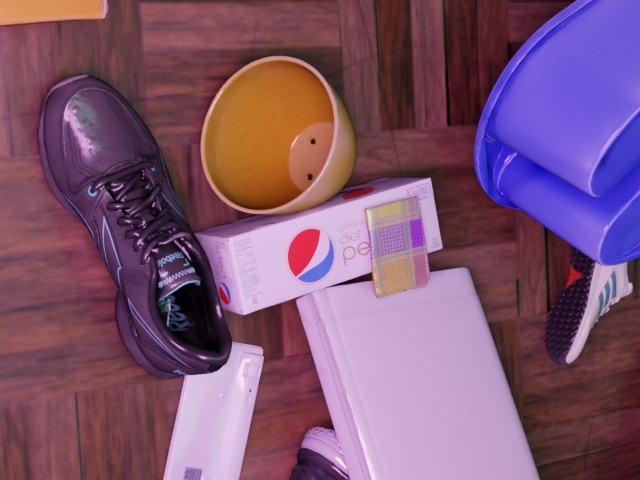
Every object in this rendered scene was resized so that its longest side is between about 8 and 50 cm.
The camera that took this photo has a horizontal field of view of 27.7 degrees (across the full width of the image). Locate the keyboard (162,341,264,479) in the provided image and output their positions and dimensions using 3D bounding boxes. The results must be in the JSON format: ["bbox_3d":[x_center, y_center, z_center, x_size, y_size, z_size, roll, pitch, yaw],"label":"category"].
[{"bbox_3d":[-0.106,0.214,1.137,0.072,0.014,0.256,13,86,-27],"label":"keyboard"}]

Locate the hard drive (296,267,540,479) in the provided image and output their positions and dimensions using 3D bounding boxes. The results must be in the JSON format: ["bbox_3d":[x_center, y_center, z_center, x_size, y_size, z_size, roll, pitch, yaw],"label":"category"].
[{"bbox_3d":[0.105,0.183,1.165,0.203,0.040,0.308,-7,74,-41],"label":"hard drive"}]

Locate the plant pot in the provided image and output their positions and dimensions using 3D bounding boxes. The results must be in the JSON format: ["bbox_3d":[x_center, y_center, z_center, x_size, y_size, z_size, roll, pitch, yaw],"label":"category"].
[{"bbox_3d":[-0.021,-0.080,1.112,0.095,0.134,0.134,18,83,-58],"label":"plant pot"}]

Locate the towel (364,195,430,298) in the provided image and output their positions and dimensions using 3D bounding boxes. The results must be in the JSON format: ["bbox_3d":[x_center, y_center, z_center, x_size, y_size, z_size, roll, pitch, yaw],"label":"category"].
[{"bbox_3d":[0.067,0.007,1.141,0.060,0.009,0.083,-14,102,-30],"label":"towel"}]

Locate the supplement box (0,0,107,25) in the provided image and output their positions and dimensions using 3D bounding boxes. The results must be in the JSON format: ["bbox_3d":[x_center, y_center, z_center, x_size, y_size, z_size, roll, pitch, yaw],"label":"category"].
[{"bbox_3d":[-0.281,-0.192,0.960,0.233,0.080,0.078,-10,100,-29],"label":"supplement box"}]

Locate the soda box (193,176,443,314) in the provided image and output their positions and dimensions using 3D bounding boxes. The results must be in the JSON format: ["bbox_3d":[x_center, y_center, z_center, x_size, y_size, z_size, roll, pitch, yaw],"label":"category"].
[{"bbox_3d":[0.000,0.000,1.149,0.216,0.074,0.069,-17,102,-30],"label":"soda box"}]

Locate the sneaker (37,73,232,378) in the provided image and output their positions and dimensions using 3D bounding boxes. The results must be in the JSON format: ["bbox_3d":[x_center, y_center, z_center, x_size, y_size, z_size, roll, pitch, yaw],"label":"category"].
[{"bbox_3d":[-0.137,-0.011,1.045,0.101,0.106,0.267,-30,106,-25],"label":"sneaker"}]

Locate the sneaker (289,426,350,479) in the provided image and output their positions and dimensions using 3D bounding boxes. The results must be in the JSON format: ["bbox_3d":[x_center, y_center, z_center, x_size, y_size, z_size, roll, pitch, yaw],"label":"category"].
[{"bbox_3d":[0.052,0.300,1.193,0.268,0.101,0.153,42,72,-21],"label":"sneaker"}]

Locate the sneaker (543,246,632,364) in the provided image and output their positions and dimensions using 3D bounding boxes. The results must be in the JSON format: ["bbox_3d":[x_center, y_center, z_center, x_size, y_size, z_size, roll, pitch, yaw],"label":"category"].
[{"bbox_3d":[0.289,0.059,1.344,0.075,0.057,0.161,23,78,-25],"label":"sneaker"}]

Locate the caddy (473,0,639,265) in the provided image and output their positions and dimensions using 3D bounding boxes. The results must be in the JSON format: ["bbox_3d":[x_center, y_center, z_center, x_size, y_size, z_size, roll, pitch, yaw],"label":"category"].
[{"bbox_3d":[0.302,-0.142,1.243,0.341,0.179,0.241,-36,143,-11],"label":"caddy"}]
